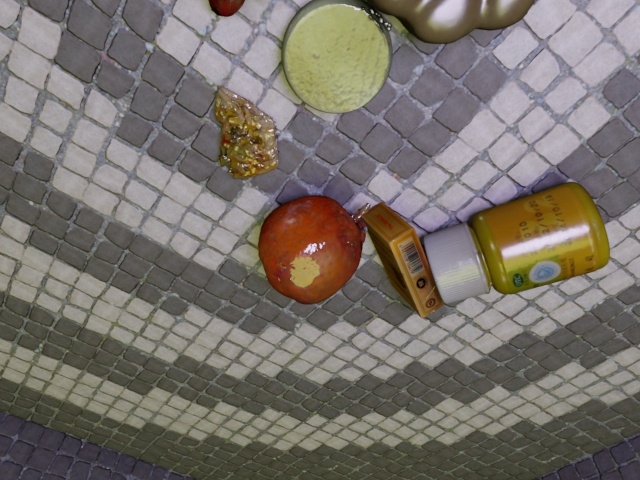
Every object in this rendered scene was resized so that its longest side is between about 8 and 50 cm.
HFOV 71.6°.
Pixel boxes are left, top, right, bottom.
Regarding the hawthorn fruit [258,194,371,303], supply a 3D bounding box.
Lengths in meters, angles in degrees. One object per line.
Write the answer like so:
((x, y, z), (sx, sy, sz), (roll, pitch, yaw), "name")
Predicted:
((0.000, 0.000, 1.109), (0.307, 0.276, 0.276), (-36, 119, 10), "hawthorn fruit")

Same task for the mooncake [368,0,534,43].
((0.227, -0.522, 0.725), (0.377, 0.201, 0.379), (1, 126, 1), "mooncake")

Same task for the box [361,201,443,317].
((0.214, 0.052, 1.167), (0.076, 0.174, 0.274), (-30, 122, -3), "box")

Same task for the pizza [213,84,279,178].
((-0.174, -0.241, 1.040), (0.147, 0.069, 0.226), (4, 127, 3), "pizza")

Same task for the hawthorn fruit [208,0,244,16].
((-0.184, -0.475, 0.862), (0.077, 0.077, 0.077), (1, 127, 2), "hawthorn fruit")

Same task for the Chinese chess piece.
((0.037, -0.378, 0.910), (0.237, 0.092, 0.238), (2, 127, 3), "Chinese chess piece")

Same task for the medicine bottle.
((0.468, 0.018, 1.102), (0.384, 0.224, 0.224), (-18, 124, 16), "medicine bottle")
